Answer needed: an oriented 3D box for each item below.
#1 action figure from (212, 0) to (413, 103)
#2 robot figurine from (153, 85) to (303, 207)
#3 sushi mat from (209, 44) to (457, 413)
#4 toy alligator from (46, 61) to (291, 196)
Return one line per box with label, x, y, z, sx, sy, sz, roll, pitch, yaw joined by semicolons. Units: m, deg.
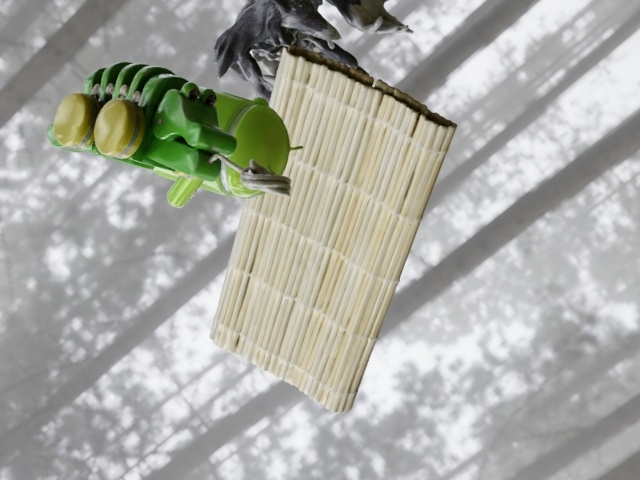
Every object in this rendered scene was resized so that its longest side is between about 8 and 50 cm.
action figure;-0.001;-0.165;1.065;0.140;0.164;0.276;27;171;13
robot figurine;-0.072;-0.067;0.828;0.115;0.067;0.101;16;-142;18
sushi mat;0.000;0.000;1.034;0.151;0.317;0.019;27;-144;13
toy alligator;-0.074;-0.060;0.602;0.189;0.051;0.056;14;179;45
